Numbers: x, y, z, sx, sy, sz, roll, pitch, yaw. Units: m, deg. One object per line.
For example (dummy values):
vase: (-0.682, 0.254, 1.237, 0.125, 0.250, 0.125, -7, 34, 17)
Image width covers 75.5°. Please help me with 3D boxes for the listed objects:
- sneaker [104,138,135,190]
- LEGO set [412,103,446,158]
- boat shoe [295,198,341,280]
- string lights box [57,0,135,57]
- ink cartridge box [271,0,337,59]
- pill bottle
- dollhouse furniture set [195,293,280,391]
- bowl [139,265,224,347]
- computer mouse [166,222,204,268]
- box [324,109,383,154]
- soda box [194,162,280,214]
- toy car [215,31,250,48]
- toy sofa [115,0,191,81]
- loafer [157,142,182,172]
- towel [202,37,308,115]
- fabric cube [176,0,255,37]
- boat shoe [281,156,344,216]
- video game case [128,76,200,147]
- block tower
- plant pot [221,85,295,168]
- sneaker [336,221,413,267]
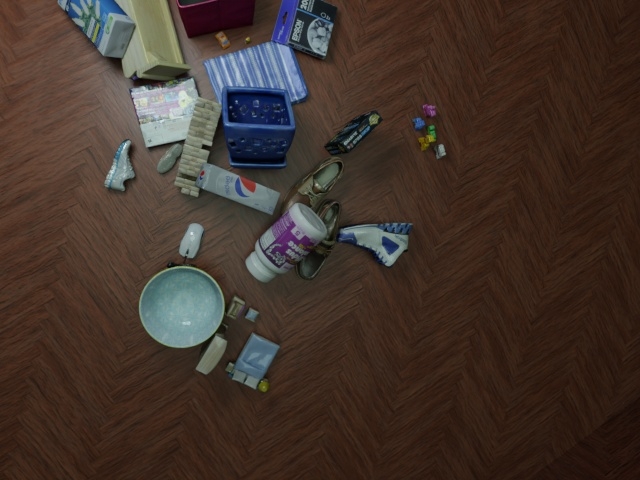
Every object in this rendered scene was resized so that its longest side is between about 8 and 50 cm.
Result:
sneaker: (-0.695, -0.264, 1.472, 0.083, 0.071, 0.190, 21, 99, -19)
LEGO set: (0.442, -0.435, 1.673, 0.087, 0.093, 0.227, -21, 99, -9)
boat shoe: (0.000, 0.000, 1.608, 0.123, 0.123, 0.342, 25, 90, -13)
string lights box: (-0.726, -0.735, 1.338, 0.259, 0.077, 0.133, 48, 123, 8)
ink cartridge box: (-0.057, -0.810, 1.542, 0.208, 0.045, 0.206, 15, 84, -13)
pill bottle: (-0.133, 0.017, 1.530, 0.169, 0.169, 0.301, 43, 108, -12)
dollhouse furniture set: (-0.265, 0.412, 1.555, 0.303, 0.198, 0.286, 31, 89, -13)
bowl: (-0.494, 0.226, 1.509, 0.290, 0.156, 0.289, -1, 95, -11)
computer mouse: (-0.495, 0.028, 1.548, 0.106, 0.042, 0.193, 19, 92, -12)
box: (0.118, -0.397, 1.544, 0.175, 0.220, 0.051, -44, 107, -4)
soda box: (-0.294, -0.183, 1.489, 0.286, 0.098, 0.091, 20, 91, -36)
toy car: (-0.320, -0.745, 1.510, 0.122, 0.040, 0.060, -19, 99, -9)
toy sofa: (-0.592, -0.733, 1.401, 0.177, 0.150, 0.362, -9, 100, 32)
loafer: (-0.552, -0.302, 1.511, 0.125, 0.039, 0.045, -51, 136, 0)
towel: (-0.235, -0.598, 1.544, 0.336, 0.040, 0.243, -21, 99, -9)
fabric cube: (-0.373, -0.871, 1.377, 0.259, 0.258, 0.254, -18, 100, -10)
boat shoe: (-0.029, -0.200, 1.585, 0.123, 0.116, 0.324, 40, 87, -13)
video game case: (-0.539, -0.460, 1.491, 0.232, 0.042, 0.210, -16, 100, -10)
block tower: (-0.436, -0.332, 1.468, 0.091, 0.097, 0.335, 14, 101, -19)
plant pot: (-0.223, -0.384, 1.454, 0.236, 0.212, 0.236, -2, 51, -12)
sneaker: (0.226, 0.021, 1.656, 0.316, 0.127, 0.182, -3, 94, -13)
